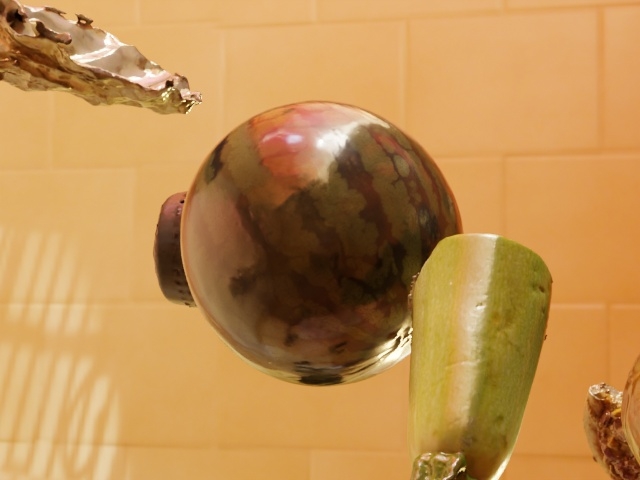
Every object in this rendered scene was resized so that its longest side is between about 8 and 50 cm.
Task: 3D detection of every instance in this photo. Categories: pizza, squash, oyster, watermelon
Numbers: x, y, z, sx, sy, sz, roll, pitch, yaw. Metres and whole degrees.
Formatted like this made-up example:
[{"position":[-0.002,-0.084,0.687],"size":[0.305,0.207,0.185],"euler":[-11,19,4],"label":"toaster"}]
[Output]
[{"position":[0.434,0.301,1.701],"size":[0.246,0.127,0.058],"euler":[59,-141,-15],"label":"pizza"},{"position":[0.085,0.096,0.747],"size":[0.075,0.090,0.200],"euler":[-46,20,52],"label":"squash"},{"position":[-0.199,-0.141,0.999],"size":[0.072,0.209,0.133],"euler":[-63,26,15],"label":"oyster"},{"position":[0.000,0.000,0.917],"size":[0.212,0.212,0.212],"euler":[0,-90,-77],"label":"watermelon"}]

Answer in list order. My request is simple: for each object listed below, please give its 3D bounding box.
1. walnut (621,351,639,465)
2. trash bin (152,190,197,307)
[{"position":[0.314,0.119,0.906],"size":[0.211,0.167,0.087],"euler":[-54,-10,9],"label":"walnut"},{"position":[-0.086,0.006,1.325],"size":[0.175,0.161,0.176],"euler":[1,-90,-76],"label":"trash bin"}]
